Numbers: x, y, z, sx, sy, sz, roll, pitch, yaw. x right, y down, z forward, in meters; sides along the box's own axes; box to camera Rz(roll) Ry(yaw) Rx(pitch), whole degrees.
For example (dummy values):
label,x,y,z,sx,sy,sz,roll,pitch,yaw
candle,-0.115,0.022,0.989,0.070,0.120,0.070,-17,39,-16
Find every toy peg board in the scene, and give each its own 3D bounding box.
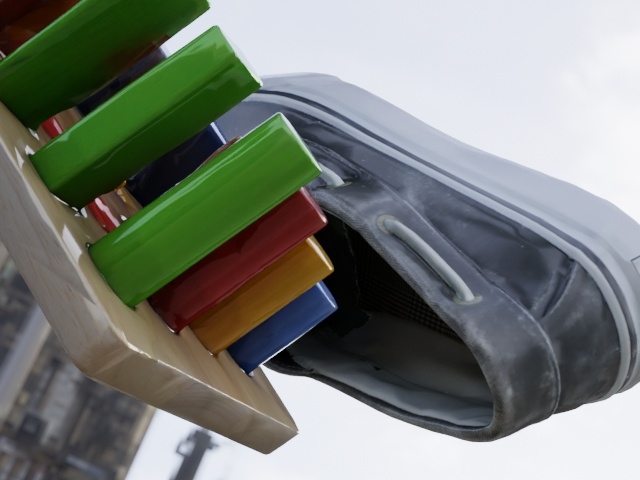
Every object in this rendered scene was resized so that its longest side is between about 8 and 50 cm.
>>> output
label,x,y,z,sx,sy,sz,roll,pitch,yaw
toy peg board,-0.049,-0.031,0.539,0.161,0.079,0.160,57,6,21

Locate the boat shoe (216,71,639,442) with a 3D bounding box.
label,x,y,z,sx,sy,sz,roll,pitch,yaw
boat shoe,0.000,0.000,0.800,0.335,0.119,0.121,16,-60,48
